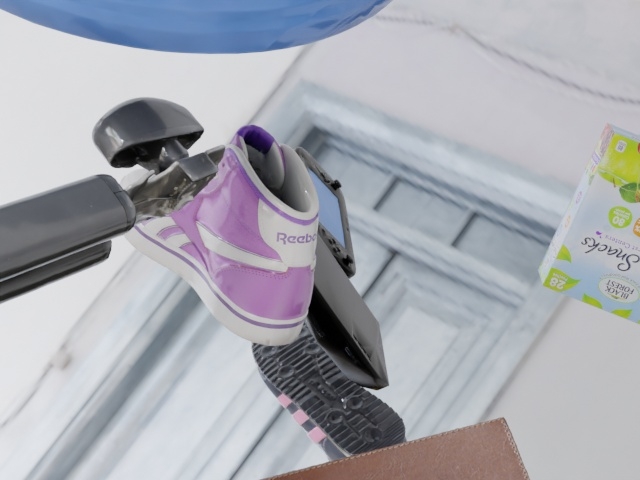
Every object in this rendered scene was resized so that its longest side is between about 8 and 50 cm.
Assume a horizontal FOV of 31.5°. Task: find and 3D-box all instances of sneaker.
[{"bbox_3d":[-0.088,-0.043,1.018,0.102,0.161,0.282,-9,30,-39],"label":"sneaker"},{"bbox_3d":[0.007,0.226,1.497,0.319,0.112,0.131,47,-23,47],"label":"sneaker"}]

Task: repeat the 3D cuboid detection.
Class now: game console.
[{"bbox_3d":[0.000,0.000,1.322,0.213,0.044,0.361,56,15,-33],"label":"game console"}]

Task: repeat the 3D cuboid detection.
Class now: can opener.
[{"bbox_3d":[-0.175,-0.029,0.767,0.095,0.283,0.076,53,-50,10],"label":"can opener"}]

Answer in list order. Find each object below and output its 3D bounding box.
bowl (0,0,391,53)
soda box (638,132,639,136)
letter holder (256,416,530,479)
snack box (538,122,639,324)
[{"bbox_3d":[-0.112,-0.280,0.841,0.391,0.391,0.077,33,-44,20],"label":"bowl"},{"bbox_3d":[0.588,-0.224,1.817,0.067,0.210,0.071,34,12,7],"label":"soda box"},{"bbox_3d":[0.060,0.320,1.033,0.214,0.302,0.152,-105,-179,-54],"label":"letter holder"},{"bbox_3d":[0.385,-0.012,1.369,0.174,0.207,0.070,21,18,-1],"label":"snack box"}]
